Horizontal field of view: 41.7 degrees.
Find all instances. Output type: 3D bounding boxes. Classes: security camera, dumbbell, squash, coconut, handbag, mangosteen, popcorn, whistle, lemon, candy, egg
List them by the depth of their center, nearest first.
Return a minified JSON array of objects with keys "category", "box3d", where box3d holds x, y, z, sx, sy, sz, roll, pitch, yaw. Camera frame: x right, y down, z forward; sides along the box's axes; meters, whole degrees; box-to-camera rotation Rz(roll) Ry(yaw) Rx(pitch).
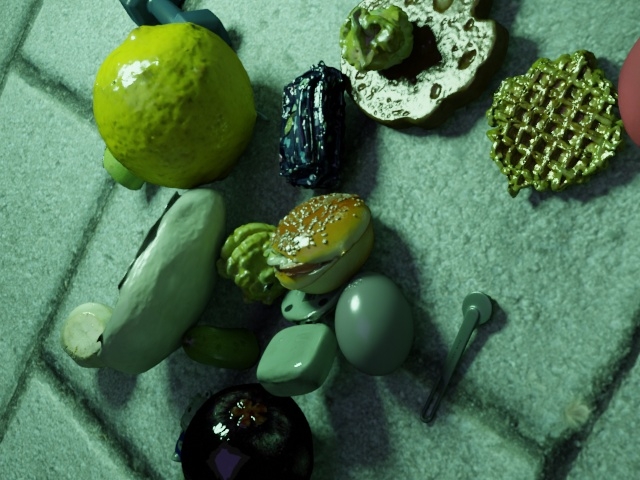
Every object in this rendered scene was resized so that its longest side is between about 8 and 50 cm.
[{"category":"egg","box3d":[0.100,0.152,1.557,0.147,0.146,0.198,-18,62,33]},{"category":"popcorn","box3d":[0.105,-0.385,1.600,0.145,0.126,0.125,10,113,25]},{"category":"mangosteen","box3d":[-0.140,0.437,1.643,0.275,0.275,0.302,34,139,36]},{"category":"security camera","box3d":[-0.020,0.170,1.645,0.157,0.080,0.301,-14,39,36]},{"category":"handbag","box3d":[-0.016,-0.233,1.719,0.162,0.113,0.260,-12,74,56]},{"category":"popcorn","box3d":[-0.129,0.049,1.747,0.142,0.174,0.173,-7,77,44]},{"category":"squash","box3d":[-0.217,0.225,1.759,0.095,0.188,0.095,-7,78,34]},{"category":"candy","box3d":[-0.317,0.081,1.786,0.186,0.386,0.426,25,84,-4]},{"category":"whistle","box3d":[-0.267,0.442,1.814,0.110,0.092,0.244,11,87,34]},{"category":"lemon","box3d":[-0.306,-0.281,1.814,0.350,0.387,0.349,-18,31,12]},{"category":"coconut","box3d":[-0.538,0.233,2.025,0.161,0.162,0.160,-1,81,8]},{"category":"dumbbell","box3d":[-0.357,-0.538,2.036,0.325,0.160,0.144,46,140,35]},{"category":"squash","box3d":[-0.401,-0.266,2.041,0.287,0.137,0.137,-45,58,15]}]

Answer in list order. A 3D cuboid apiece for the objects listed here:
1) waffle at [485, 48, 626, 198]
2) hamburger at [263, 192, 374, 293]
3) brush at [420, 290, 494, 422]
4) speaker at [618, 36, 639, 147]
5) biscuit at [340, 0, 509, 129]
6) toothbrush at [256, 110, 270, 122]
[{"category":"waffle","box3d":[0.402,-0.202,1.456,0.245,0.052,0.254,-25,66,33]},{"category":"hamburger","box3d":[0.003,0.000,1.630,0.237,0.147,0.236,-30,32,21]},{"category":"brush","box3d":[0.243,0.213,1.519,0.062,0.027,0.266,33,105,37]},{"category":"speaker","box3d":[0.567,-0.219,1.170,0.294,0.294,0.294,-8,77,36]},{"category":"biscuit","box3d":[0.203,-0.395,1.630,0.381,0.074,0.359,-47,57,19]},{"category":"toothbrush","box3d":[-0.179,-0.311,1.938,0.193,0.019,0.013,34,102,34]}]
